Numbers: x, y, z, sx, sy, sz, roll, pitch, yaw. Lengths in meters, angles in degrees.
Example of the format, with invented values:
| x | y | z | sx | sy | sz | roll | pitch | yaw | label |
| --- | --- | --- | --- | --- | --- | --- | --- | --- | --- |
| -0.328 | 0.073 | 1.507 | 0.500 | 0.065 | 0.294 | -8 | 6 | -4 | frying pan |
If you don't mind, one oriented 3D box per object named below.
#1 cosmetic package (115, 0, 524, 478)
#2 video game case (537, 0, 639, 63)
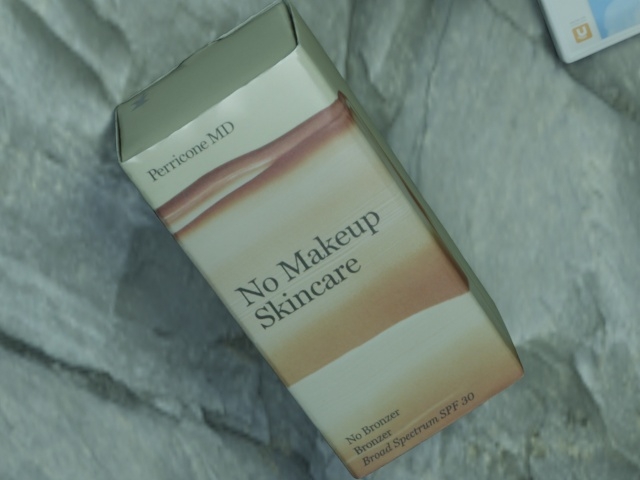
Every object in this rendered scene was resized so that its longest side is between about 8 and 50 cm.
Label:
| x | y | z | sx | sy | sz | roll | pitch | yaw | label |
| --- | --- | --- | --- | --- | --- | --- | --- | --- | --- |
| 0.000 | 0.000 | 1.285 | 0.153 | 0.129 | 0.296 | -34 | 112 | 8 | cosmetic package |
| 0.234 | -0.250 | 1.272 | 0.212 | 0.023 | 0.193 | -24 | 113 | 2 | video game case |
